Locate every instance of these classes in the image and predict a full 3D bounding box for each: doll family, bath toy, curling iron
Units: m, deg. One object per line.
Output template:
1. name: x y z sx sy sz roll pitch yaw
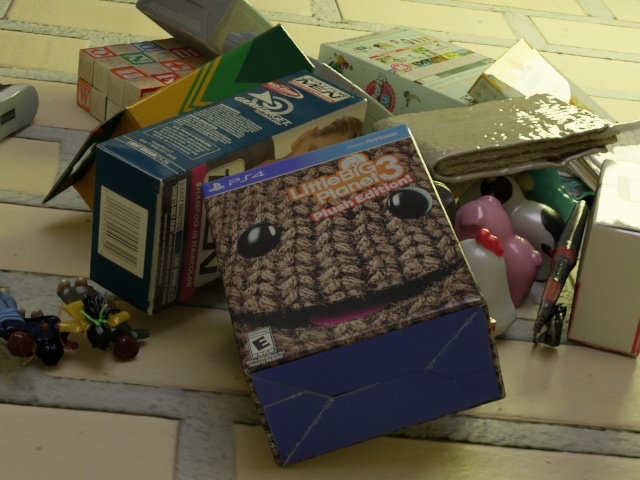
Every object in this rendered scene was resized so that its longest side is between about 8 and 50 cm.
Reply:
1. doll family: -0.270 0.089 1.447 0.193 0.076 0.111 -10 36 -24
2. bath toy: 0.218 -0.004 1.717 0.151 0.129 0.348 17 28 17
3. curling iron: 0.289 0.032 1.680 0.035 0.068 0.274 11 39 11

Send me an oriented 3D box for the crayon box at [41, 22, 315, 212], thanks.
1. crayon box: -0.173 -0.128 1.715 0.318 0.202 0.081 -35 85 -36

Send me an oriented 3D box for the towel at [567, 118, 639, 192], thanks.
1. towel: 0.541 -0.073 1.972 0.331 0.053 0.317 -11 46 -34

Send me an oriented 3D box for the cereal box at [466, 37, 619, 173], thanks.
1. cereal box: 0.350 -0.185 2.087 0.240 0.047 0.173 41 38 4

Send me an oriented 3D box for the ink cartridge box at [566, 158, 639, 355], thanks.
1. ink cartridge box: 0.362 0.015 1.686 0.092 0.159 0.218 13 26 11

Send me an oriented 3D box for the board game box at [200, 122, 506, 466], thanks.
1. board game box: 0.026 0.047 1.399 0.232 0.141 0.291 -17 40 -2

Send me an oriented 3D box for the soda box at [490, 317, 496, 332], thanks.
1. soda box: 0.074 0.076 1.547 0.083 0.092 0.263 -16 35 -32

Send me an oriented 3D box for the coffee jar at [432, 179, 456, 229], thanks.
1. coffee jar: 0.099 -0.040 1.657 0.096 0.079 0.184 1 9 -10

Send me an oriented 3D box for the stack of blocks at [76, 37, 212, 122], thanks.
1. stack of blocks: -0.203 -0.196 2.021 0.171 0.087 0.297 -14 34 -38

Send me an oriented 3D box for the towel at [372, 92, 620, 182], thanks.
1. towel: 0.226 -0.134 1.807 0.282 0.049 0.187 -10 22 -21

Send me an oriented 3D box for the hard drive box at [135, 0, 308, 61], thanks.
1. hard drive box: -0.142 -0.313 2.146 0.181 0.089 0.232 31 -3 37

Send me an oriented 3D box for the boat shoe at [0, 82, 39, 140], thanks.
1. boat shoe: -0.471 -0.174 1.909 0.076 0.080 0.228 10 24 16

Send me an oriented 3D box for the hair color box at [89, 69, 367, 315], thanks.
1. hair color box: -0.099 -0.063 1.601 0.105 0.174 0.347 28 36 30

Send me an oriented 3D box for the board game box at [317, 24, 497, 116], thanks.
1. board game box: 0.175 -0.240 2.219 0.303 0.098 0.224 28 31 31

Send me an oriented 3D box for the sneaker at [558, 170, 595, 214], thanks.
1. sneaker: 0.334 -0.063 1.950 0.166 0.065 0.076 -3 32 -19

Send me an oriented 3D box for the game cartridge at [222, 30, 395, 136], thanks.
1. game cartridge: 0.012 -0.193 1.965 0.198 0.062 0.297 33 1 35

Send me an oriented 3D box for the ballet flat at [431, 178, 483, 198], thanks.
1. ballet flat: 0.061 -0.079 1.877 0.316 0.108 0.106 7 46 8
